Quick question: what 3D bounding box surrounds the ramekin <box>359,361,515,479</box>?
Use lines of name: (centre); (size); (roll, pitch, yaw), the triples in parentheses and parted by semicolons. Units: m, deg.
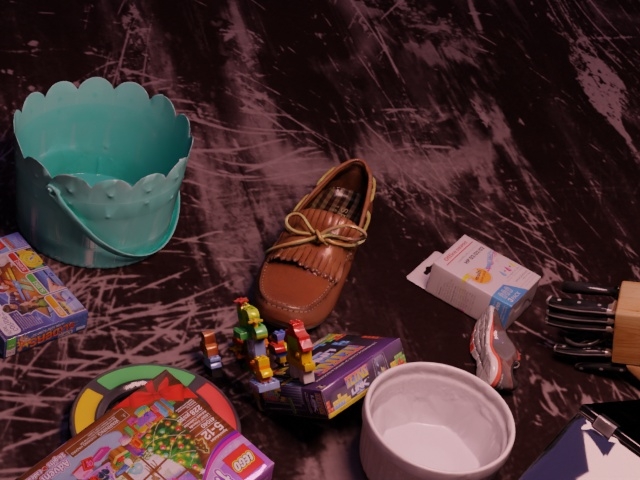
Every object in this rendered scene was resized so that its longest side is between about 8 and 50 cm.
ramekin: (0.149, 0.272, 1.960); (0.207, 0.109, 0.207); (9, 37, -7)

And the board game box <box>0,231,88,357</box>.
board game box: (-0.444, 0.074, 2.089); (0.136, 0.035, 0.201); (-19, 48, -35)

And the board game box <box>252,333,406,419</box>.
board game box: (0.012, 0.185, 2.023); (0.141, 0.048, 0.170); (-2, 20, 45)

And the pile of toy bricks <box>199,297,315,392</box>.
pile of toy bricks: (-0.096, 0.130, 2.001); (0.118, 0.105, 0.212); (-12, 14, -24)

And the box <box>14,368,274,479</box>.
box: (-0.229, 0.309, 1.794); (0.201, 0.057, 0.293); (38, 53, 22)

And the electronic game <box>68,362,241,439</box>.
electronic game: (-0.218, 0.246, 1.931); (0.229, 0.048, 0.229); (8, 38, -6)

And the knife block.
knife block: (0.484, 0.112, 2.166); (0.242, 0.275, 0.088); (42, 37, -12)

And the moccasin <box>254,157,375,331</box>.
moccasin: (0.003, 0.001, 2.224); (0.139, 0.147, 0.380); (23, 39, 13)

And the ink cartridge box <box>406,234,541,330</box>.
ink cartridge box: (0.239, 0.058, 2.294); (0.181, 0.061, 0.104); (29, 40, 20)

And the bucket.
bucket: (-0.336, -0.100, 2.222); (0.281, 0.183, 0.281); (8, 39, -6)

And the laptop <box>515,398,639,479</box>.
laptop: (0.460, 0.418, 1.945); (0.382, 0.236, 0.408); (37, 15, 27)

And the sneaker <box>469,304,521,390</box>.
sneaker: (0.266, 0.167, 2.181); (0.065, 0.061, 0.158); (20, 43, -16)
